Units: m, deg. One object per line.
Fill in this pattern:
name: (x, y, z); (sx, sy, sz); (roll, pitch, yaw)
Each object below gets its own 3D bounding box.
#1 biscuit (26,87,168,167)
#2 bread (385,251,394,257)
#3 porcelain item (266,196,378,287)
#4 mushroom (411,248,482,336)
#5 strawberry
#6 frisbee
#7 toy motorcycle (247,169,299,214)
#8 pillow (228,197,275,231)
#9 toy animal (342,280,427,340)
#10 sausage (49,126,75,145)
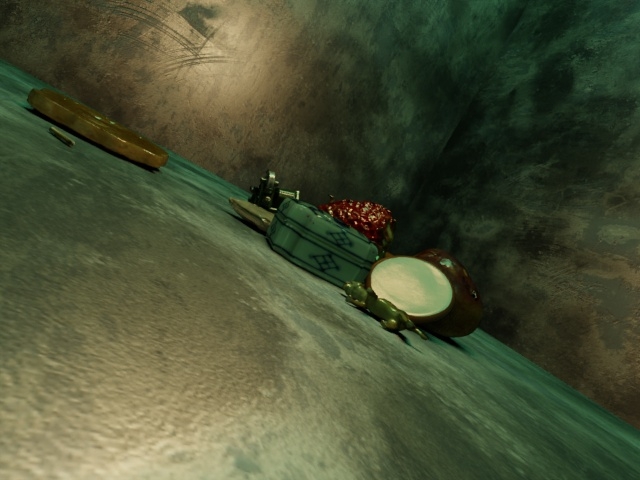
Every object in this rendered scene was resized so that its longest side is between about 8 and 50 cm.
biscuit: (-0.651, -0.326, 1.227); (0.385, 0.062, 0.365); (28, 6, -27)
bread: (0.193, 0.081, 1.678); (0.361, 0.138, 0.077); (29, -27, -18)
porcelain item: (0.000, 0.000, 1.147); (0.286, 0.157, 0.281); (28, 5, -16)
mushroom: (0.351, 0.184, 1.300); (0.346, 0.259, 0.345); (18, 31, -12)
strawberry: (0.090, -0.038, 1.442); (0.343, 0.292, 0.292); (35, 5, 22)
frisbee: (0.244, 0.125, 1.107); (0.251, 0.021, 0.250); (2, 40, -2)
toy motorcycle: (-0.162, -0.135, 1.465); (0.205, 0.127, 0.275); (12, -21, -19)
pillow: (-0.166, -0.058, 1.337); (0.173, 0.067, 0.270); (33, 3, 31)
toy animal: (0.136, 0.149, 0.895); (0.241, 0.056, 0.099); (31, 3, 31)
sausage: (-0.565, -0.227, 0.884); (0.100, 0.015, 0.015); (31, 3, 25)
